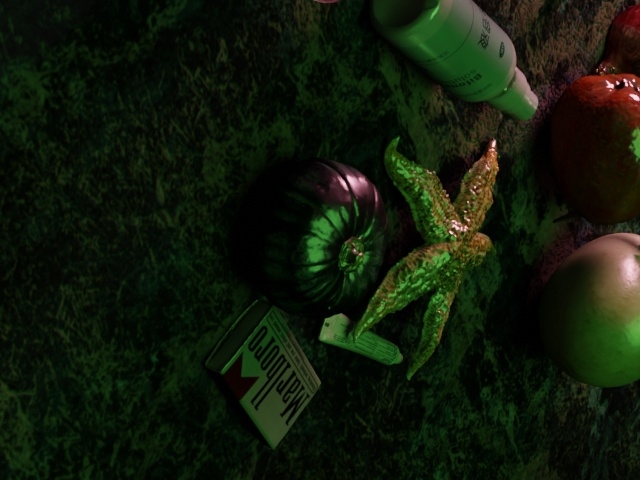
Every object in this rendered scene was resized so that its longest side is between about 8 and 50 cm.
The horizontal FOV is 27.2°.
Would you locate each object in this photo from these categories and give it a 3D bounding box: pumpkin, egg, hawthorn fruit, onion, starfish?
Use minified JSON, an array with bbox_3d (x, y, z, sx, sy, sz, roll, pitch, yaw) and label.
[{"bbox_3d":[0.000,0.000,1.611,0.202,0.140,0.202,-19,117,-42],"label":"pumpkin"},{"bbox_3d":[0.476,0.103,2.154,0.295,0.218,0.218,-54,140,-36],"label":"egg"},{"bbox_3d":[0.443,-0.124,2.047,0.210,0.210,0.262,-12,131,-47],"label":"hawthorn fruit"},{"bbox_3d":[0.518,-0.272,2.140,0.151,0.098,0.206,-22,121,-45],"label":"onion"},{"bbox_3d":[0.176,0.023,1.870,0.347,0.078,0.358,-13,109,-52],"label":"starfish"}]

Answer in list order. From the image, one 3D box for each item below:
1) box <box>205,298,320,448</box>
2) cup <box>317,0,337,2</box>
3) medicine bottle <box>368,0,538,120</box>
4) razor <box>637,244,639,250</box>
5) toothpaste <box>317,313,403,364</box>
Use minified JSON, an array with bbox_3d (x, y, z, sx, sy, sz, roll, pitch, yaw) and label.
[{"bbox_3d":[-0.070,0.171,1.681,0.115,0.036,0.177,-51,138,-23],"label":"box"},{"bbox_3d":[0.067,-0.406,1.454,0.274,0.253,0.253,-40,133,-24],"label":"cup"},{"bbox_3d":[0.197,-0.246,1.762,0.352,0.110,0.110,29,82,-51],"label":"medicine bottle"},{"bbox_3d":[0.518,-0.090,2.137,0.068,0.232,0.106,8,133,-37],"label":"razor"},{"bbox_3d":[0.058,0.139,1.826,0.197,0.029,0.048,29,77,-49],"label":"toothpaste"}]
